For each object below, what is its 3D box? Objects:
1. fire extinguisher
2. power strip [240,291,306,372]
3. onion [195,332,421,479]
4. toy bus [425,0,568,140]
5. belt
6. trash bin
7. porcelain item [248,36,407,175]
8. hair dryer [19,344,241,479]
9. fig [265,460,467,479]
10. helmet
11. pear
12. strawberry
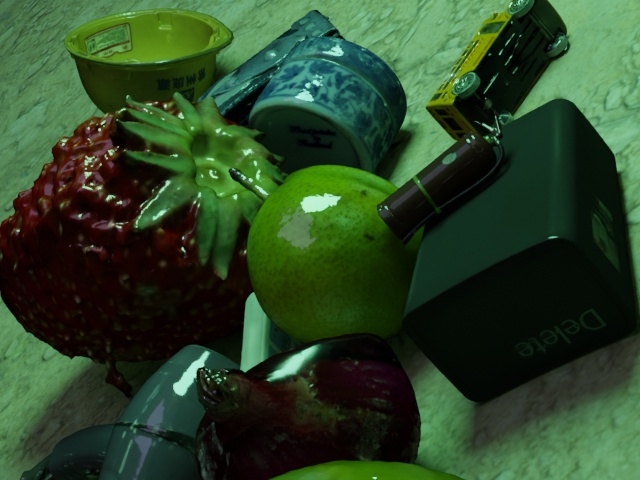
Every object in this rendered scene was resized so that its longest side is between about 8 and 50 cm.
[{"bbox_3d":[0.108,-0.055,1.418,0.132,0.039,0.056,-39,52,8],"label":"fire extinguisher"},{"bbox_3d":[-0.040,0.122,1.539,0.035,0.081,0.192,-30,30,20],"label":"power strip"},{"bbox_3d":[-0.024,0.160,1.327,0.195,0.218,0.140,-26,58,18],"label":"onion"},{"bbox_3d":[0.180,-0.177,1.685,0.162,0.069,0.074,-54,27,-18],"label":"toy bus"},{"bbox_3d":[-0.051,-0.158,1.910,0.218,0.122,0.128,-36,26,0],"label":"belt"},{"bbox_3d":[0.172,0.001,1.408,0.165,0.115,0.225,-30,26,27],"label":"trash bin"},{"bbox_3d":[0.010,-0.135,1.766,0.147,0.147,0.114,-10,42,47],"label":"porcelain item"},{"bbox_3d":[-0.215,0.252,1.606,0.361,0.121,0.301,-11,49,60],"label":"hair dryer"},{"bbox_3d":[0.038,0.303,0.951,0.343,0.343,0.343,-32,29,21],"label":"fig"},{"bbox_3d":[-0.221,-0.212,2.198,0.205,0.140,0.257,-21,30,-29],"label":"helmet"},{"bbox_3d":[0.000,0.000,1.516,0.166,0.216,0.180,-50,-1,31],"label":"pear"},{"bbox_3d":[-0.180,0.021,1.726,0.343,0.292,0.292,-53,18,36],"label":"strawberry"}]
